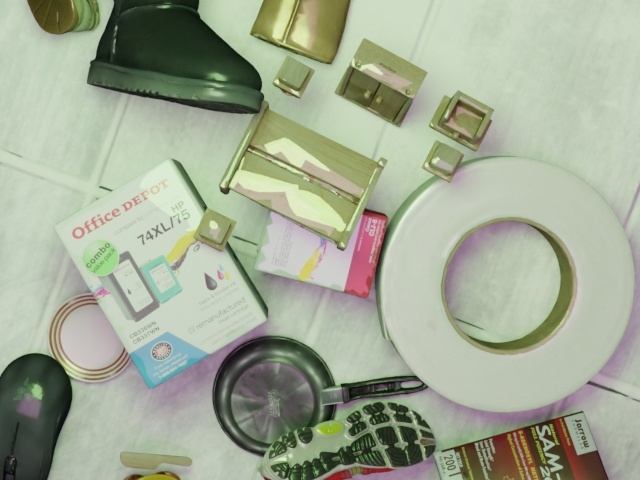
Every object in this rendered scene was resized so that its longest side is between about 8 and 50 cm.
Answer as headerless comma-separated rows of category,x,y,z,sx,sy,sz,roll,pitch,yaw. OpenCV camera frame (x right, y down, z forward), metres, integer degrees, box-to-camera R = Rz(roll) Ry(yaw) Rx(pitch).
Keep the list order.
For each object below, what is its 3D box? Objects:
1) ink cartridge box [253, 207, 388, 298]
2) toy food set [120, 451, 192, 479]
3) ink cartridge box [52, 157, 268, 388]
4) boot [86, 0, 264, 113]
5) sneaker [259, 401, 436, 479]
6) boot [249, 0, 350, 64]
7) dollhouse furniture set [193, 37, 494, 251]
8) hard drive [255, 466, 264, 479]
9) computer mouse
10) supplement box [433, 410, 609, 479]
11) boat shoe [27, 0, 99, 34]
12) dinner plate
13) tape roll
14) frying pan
ink cartridge box,0.000,0.000,1.767,0.176,0.128,0.127,14,95,-1
toy food set,-0.267,0.424,1.844,0.128,0.071,0.218,1,97,-23
ink cartridge box,-0.228,0.043,1.736,0.198,0.197,0.270,-31,93,-1
boot,-0.179,-0.416,1.650,0.367,0.146,0.445,16,95,45
sneaker,0.038,0.322,1.812,0.279,0.118,0.107,-6,66,-18
boot,-0.048,-0.427,1.755,0.236,0.089,0.270,20,96,0
dollhouse furniture set,0.033,-0.086,1.702,0.303,0.174,0.356,27,82,-1
hard drive,-0.026,0.525,1.854,0.203,0.040,0.308,10,95,0
computer mouse,-0.457,0.311,1.823,0.188,0.072,0.272,11,98,2
supplement box,0.305,0.358,1.791,0.239,0.073,0.130,-17,60,2
boat shoe,-0.413,-0.445,1.770,0.104,0.089,0.285,-15,92,28
dinner plate,-0.355,0.151,1.843,0.141,0.017,0.141,0,94,2
tape roll,0.275,0.065,1.777,0.391,0.072,0.392,-1,96,-5
frying pan,-0.011,0.265,1.833,0.326,0.053,0.197,17,97,2
